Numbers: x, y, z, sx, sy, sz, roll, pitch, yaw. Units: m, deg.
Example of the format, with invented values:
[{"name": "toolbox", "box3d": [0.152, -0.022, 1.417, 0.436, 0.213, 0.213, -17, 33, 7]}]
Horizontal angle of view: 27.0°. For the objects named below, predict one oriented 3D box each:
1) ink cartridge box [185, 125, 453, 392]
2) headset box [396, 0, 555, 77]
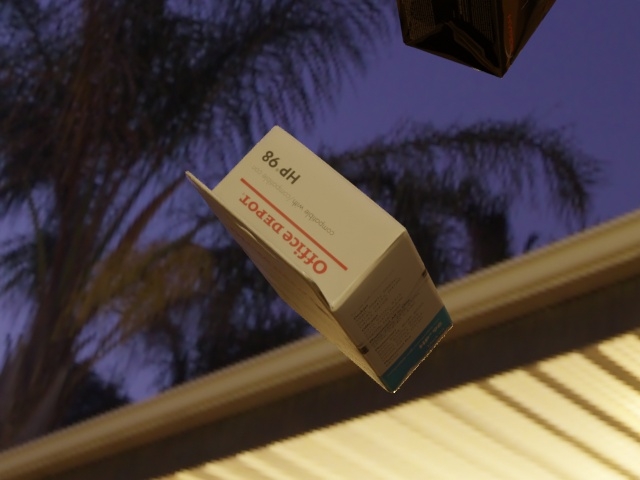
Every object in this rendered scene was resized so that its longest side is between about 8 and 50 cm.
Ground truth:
[{"name": "ink cartridge box", "box3d": [0.005, 0.007, 0.744, 0.104, 0.060, 0.180, 40, -8, 27]}, {"name": "headset box", "box3d": [0.178, -0.328, 1.176, 0.110, 0.293, 0.218, 24, -27, 25]}]
